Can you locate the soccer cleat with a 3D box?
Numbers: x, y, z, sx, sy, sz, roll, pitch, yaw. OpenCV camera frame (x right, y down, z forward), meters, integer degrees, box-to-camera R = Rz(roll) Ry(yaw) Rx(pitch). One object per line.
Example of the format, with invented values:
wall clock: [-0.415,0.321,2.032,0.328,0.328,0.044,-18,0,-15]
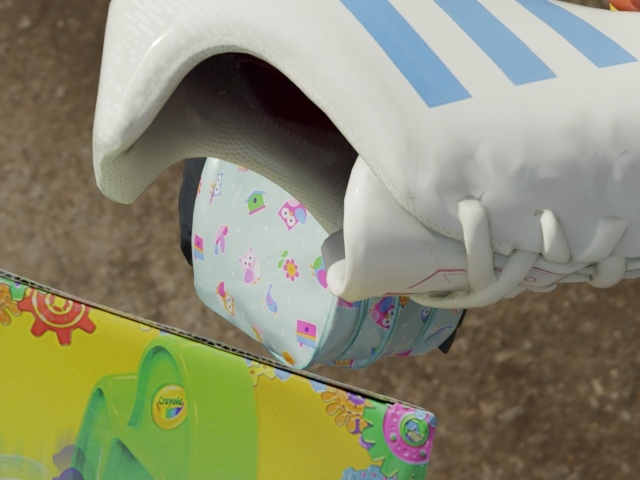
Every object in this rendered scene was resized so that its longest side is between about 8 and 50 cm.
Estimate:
soccer cleat: [0.081,-0.021,0.571,0.331,0.143,0.116,16,149,8]

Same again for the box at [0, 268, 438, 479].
box: [-0.162,0.111,0.560,0.279,0.290,0.177,-30,44,65]

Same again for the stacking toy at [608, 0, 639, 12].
stacking toy: [0.203,-0.120,0.879,0.141,0.141,0.330,37,180,39]

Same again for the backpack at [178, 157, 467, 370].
backpack: [0.000,0.000,0.916,0.182,0.115,0.152,36,130,44]
